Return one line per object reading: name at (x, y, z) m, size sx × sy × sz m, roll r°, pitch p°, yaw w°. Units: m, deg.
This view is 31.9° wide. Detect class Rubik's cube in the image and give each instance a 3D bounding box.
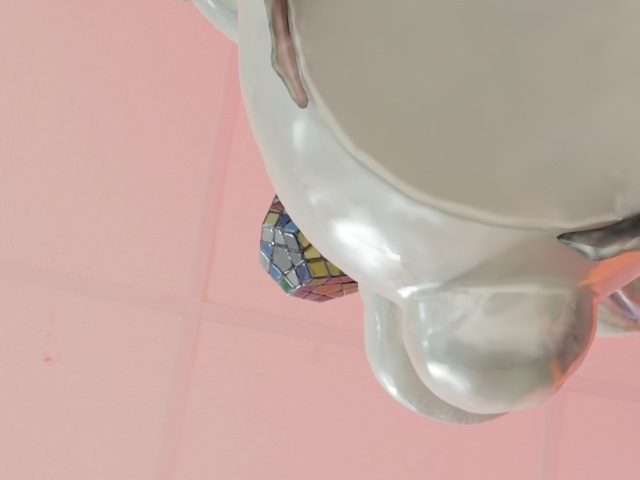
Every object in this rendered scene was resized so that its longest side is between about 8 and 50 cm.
Rubik's cube at (0.000, 0.000, 0.964) m, size 0.093 × 0.111 × 0.111 m, roll -28°, pitch -88°, yaw -40°

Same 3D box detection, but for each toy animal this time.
toy animal at (0.060, -0.046, 0.453) m, size 0.183 × 0.310 × 0.247 m, roll -24°, pitch -96°, yaw -6°
